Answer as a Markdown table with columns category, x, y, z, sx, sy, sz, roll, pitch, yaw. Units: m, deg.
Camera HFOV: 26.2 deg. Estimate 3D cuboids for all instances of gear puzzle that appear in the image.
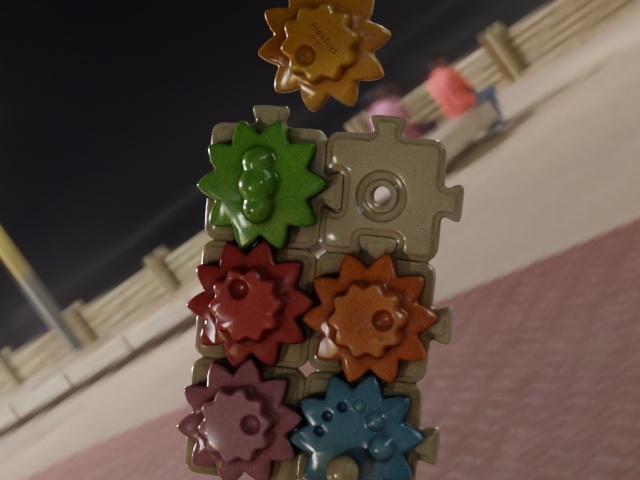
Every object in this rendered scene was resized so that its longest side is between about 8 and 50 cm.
| category | x | y | z | sx | sy | sz | roll | pitch | yaw |
| --- | --- | --- | --- | --- | --- | --- | --- | --- | --- |
| gear puzzle | 0.000 | 0.000 | 0.882 | 0.175 | 0.339 | 0.044 | 6 | 5 | 13 |
